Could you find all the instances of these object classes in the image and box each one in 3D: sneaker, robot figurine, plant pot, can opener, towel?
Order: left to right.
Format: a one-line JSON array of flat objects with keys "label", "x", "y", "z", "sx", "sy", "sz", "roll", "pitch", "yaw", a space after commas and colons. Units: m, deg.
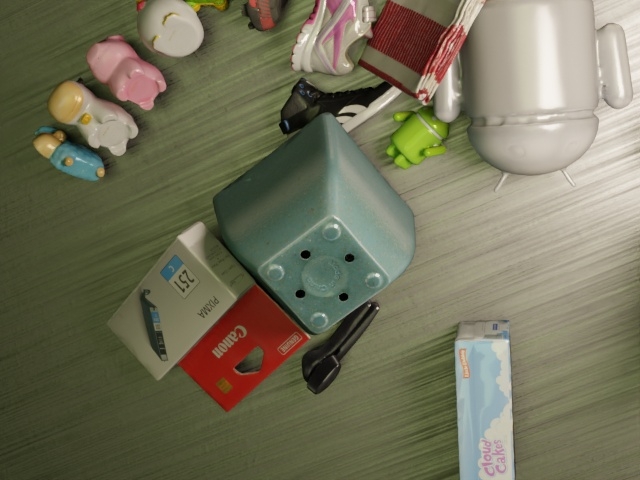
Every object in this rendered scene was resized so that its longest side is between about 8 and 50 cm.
[{"label": "sneaker", "x": -0.044, "y": -0.465, "z": 1.680, "sx": 0.135, "sy": 0.097, "sz": 0.276, "roll": 16, "pitch": 99, "yaw": 9}, {"label": "plant pot", "x": 0.000, "y": 0.000, "z": 1.622, "sx": 0.247, "sy": 0.252, "sz": 0.248, "roll": -37, "pitch": 113, "yaw": 12}, {"label": "sneaker", "x": 0.024, "y": -0.231, "z": 1.710, "sx": 0.217, "sy": 0.079, "sz": 0.121, "roll": -35, "pitch": 91, "yaw": 13}, {"label": "can opener", "x": 0.035, "y": 0.175, "z": 1.780, "sx": 0.073, "sy": 0.059, "sz": 0.186, "roll": 40, "pitch": 93, "yaw": 29}, {"label": "sneaker", "x": 0.043, "y": -0.375, "z": 1.684, "sx": 0.111, "sy": 0.103, "sz": 0.252, "roll": 22, "pitch": 107, "yaw": 2}, {"label": "robot figurine", "x": 0.160, "y": -0.169, "z": 1.701, "sx": 0.115, "sy": 0.067, "sz": 0.101, "roll": -43, "pitch": 59, "yaw": 13}, {"label": "towel", "x": 0.177, "y": -0.388, "z": 1.600, "sx": 0.037, "sy": 0.237, "sz": 0.329, "roll": 21, "pitch": 103, "yaw": -30}, {"label": "robot figurine", "x": 0.319, "y": -0.252, "z": 1.595, "sx": 0.299, "sy": 0.200, "sz": 0.354, "roll": -2, "pitch": 97, "yaw": 14}]

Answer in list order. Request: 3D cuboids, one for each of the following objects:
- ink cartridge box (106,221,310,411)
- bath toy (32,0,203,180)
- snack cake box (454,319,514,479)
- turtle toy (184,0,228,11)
[{"label": "ink cartridge box", "x": -0.194, "y": 0.149, "z": 1.738, "sx": 0.261, "sy": 0.066, "sz": 0.296, "roll": 46, "pitch": 132, "yaw": 2}, {"label": "bath toy", "x": -0.340, "y": -0.272, "z": 1.750, "sx": 0.151, "sy": 0.129, "sz": 0.348, "roll": 29, "pitch": 109, "yaw": -40}, {"label": "snack cake box", "x": 0.268, "y": 0.273, "z": 1.701, "sx": 0.089, "sy": 0.152, "sz": 0.265, "roll": -2, "pitch": 98, "yaw": 10}, {"label": "turtle toy", "x": -0.181, "y": -0.424, "z": 1.720, "sx": 0.130, "sy": 0.095, "sz": 0.066, "roll": -2, "pitch": 76, "yaw": 9}]
